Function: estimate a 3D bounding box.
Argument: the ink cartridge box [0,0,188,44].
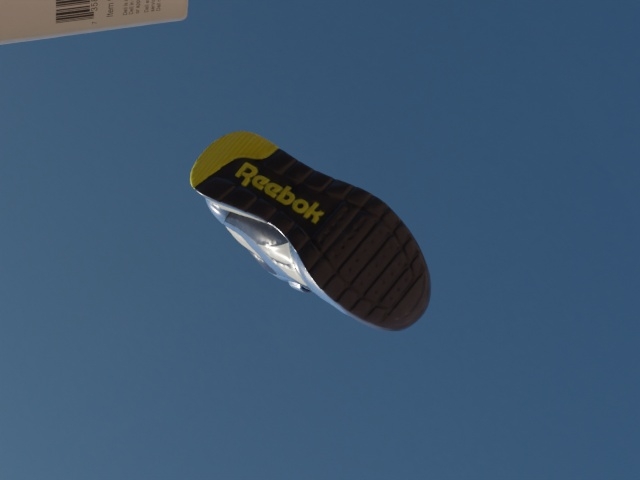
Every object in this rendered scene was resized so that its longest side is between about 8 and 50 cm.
[{"bbox_3d":[-0.232,-0.243,0.947,0.272,0.115,0.198,-11,-44,-21],"label":"ink cartridge box"}]

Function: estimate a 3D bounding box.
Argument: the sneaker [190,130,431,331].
[{"bbox_3d":[0.000,0.000,0.676,0.053,0.144,0.059,-43,-32,-14],"label":"sneaker"}]
